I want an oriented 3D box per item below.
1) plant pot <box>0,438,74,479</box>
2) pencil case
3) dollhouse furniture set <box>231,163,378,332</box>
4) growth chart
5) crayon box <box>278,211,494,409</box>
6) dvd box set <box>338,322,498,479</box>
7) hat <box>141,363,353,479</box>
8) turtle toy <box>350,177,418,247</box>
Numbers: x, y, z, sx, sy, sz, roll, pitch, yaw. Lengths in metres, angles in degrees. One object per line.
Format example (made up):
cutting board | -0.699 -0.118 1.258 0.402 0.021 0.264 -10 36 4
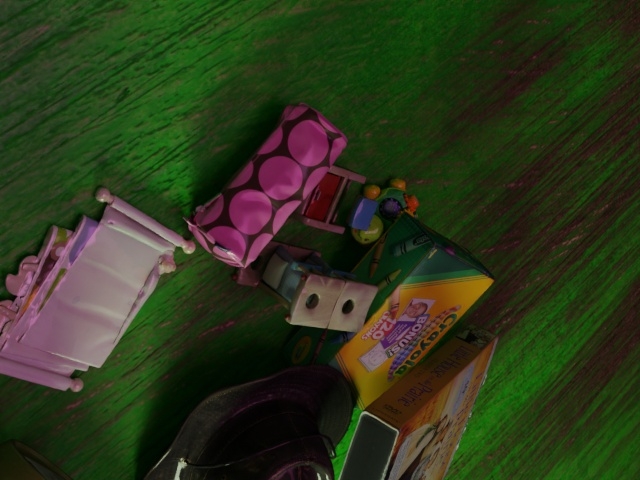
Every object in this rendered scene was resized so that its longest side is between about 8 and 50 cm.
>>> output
plant pot | -0.350 0.348 0.726 0.293 0.275 0.275 -50 135 -18
pencil case | -0.064 -0.069 0.900 0.098 0.095 0.209 44 76 -24
dollhouse furniture set | 0.000 0.000 0.958 0.129 0.129 0.184 13 102 -45
growth chart | -0.259 0.058 0.831 0.237 0.021 0.172 -53 135 -8
crayon box | 0.093 0.108 1.077 0.278 0.081 0.165 -50 137 13
dvd box set | 0.140 0.324 1.182 0.420 0.062 0.308 -18 129 -59
hat | -0.068 0.321 1.000 0.331 0.134 0.331 -21 137 -21
turtle toy | 0.090 -0.029 1.070 0.130 0.066 0.095 -16 120 -36
